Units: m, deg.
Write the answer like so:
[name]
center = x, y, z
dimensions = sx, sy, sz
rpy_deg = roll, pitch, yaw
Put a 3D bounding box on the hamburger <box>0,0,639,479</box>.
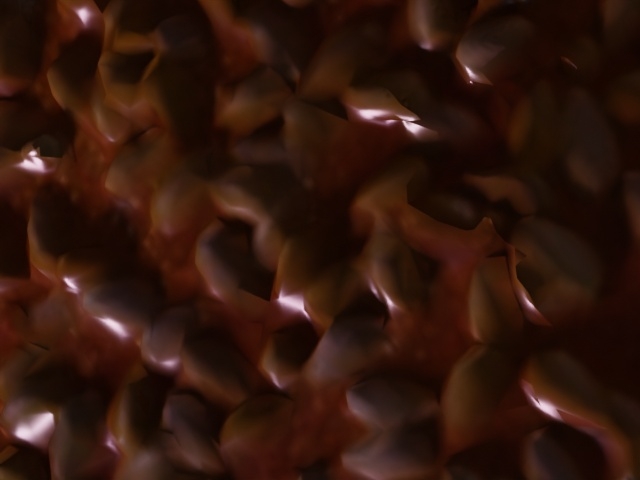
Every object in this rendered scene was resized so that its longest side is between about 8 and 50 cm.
[hamburger]
center = 0.006, -0.012, 0.462
dimensions = 0.330, 0.330, 0.250
rpy_deg = -23, 170, 20
